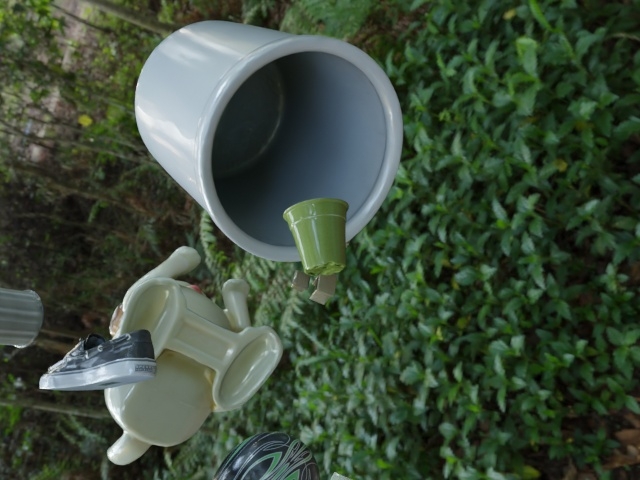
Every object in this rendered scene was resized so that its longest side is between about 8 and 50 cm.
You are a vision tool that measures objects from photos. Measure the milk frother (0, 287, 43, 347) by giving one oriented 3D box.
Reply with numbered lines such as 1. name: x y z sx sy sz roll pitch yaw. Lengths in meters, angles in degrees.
1. milk frother: -0.478 0.080 0.936 0.129 0.135 0.143 -26 67 24

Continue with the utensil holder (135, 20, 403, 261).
1. utensil holder: -0.104 -0.187 1.130 0.385 0.328 0.327 37 109 54

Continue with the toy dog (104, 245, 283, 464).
1. toy dog: -0.284 0.216 1.368 0.395 0.285 0.408 -68 19 4

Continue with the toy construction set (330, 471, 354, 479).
1. toy construction set: 0.021 0.381 0.635 0.151 0.215 0.327 22 138 40

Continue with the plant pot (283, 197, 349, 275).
1. plant pot: 0.000 0.000 0.849 0.083 0.083 0.079 -35 58 54

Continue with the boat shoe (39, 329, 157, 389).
1. boat shoe: -0.317 0.168 0.973 0.228 0.080 0.076 -18 68 38

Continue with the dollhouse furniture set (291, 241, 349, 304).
1. dollhouse furniture set: -0.043 0.013 1.359 0.161 0.182 0.101 -81 19 -44

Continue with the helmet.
1. helmet: -0.081 0.375 1.050 0.161 0.169 0.169 -46 28 4
